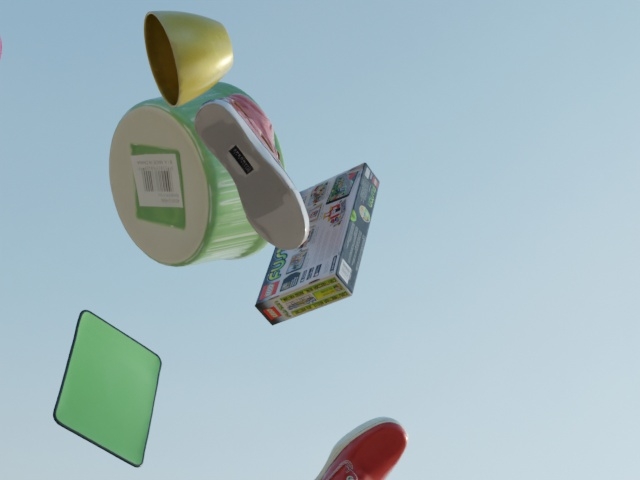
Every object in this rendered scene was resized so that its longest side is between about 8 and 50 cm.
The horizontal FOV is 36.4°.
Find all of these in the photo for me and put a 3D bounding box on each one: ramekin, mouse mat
[{"bbox_3d":[-0.212,-0.101,1.591,0.303,0.148,0.303,15,-68,41],"label":"ramekin"},{"bbox_3d":[-0.284,0.199,1.322,0.007,0.189,0.152,-31,-54,28],"label":"mouse mat"}]

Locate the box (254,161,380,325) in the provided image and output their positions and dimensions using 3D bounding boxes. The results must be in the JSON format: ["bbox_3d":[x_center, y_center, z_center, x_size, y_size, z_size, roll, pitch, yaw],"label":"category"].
[{"bbox_3d":[0.000,0.000,1.136,0.114,0.207,0.036,-23,-59,30],"label":"box"}]

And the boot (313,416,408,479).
[{"bbox_3d":[0.042,0.354,1.297,0.088,0.244,0.176,45,-2,-16],"label":"boot"}]

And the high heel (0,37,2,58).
[{"bbox_3d":[-0.308,-0.120,0.759,0.244,0.082,0.117,-26,-104,45],"label":"high heel"}]

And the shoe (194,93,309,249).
[{"bbox_3d":[-0.061,-0.077,1.036,0.063,0.081,0.178,-32,-84,24],"label":"shoe"}]

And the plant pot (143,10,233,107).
[{"bbox_3d":[-0.178,-0.262,1.361,0.134,0.095,0.134,48,-32,44],"label":"plant pot"}]
